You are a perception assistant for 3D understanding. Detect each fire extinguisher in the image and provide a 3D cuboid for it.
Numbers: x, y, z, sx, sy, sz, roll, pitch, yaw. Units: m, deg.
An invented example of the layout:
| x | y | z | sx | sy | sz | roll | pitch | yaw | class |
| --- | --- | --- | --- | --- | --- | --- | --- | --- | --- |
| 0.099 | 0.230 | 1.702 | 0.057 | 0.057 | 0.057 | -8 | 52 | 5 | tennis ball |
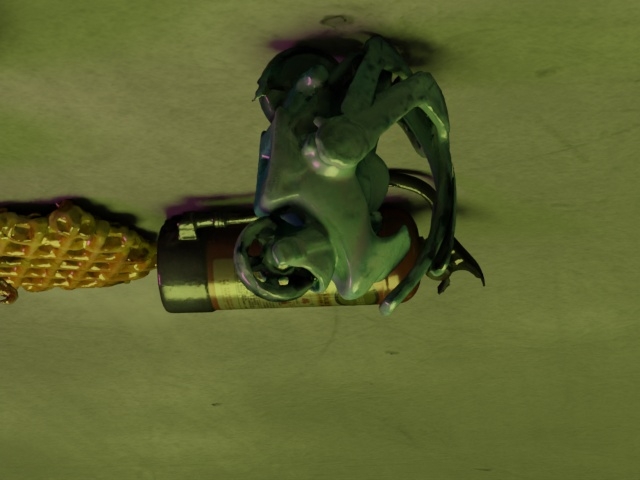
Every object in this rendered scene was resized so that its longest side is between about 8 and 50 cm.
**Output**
| x | y | z | sx | sy | sz | roll | pitch | yaw | class |
| --- | --- | --- | --- | --- | --- | --- | --- | --- | --- |
| 0.000 | 0.011 | 2.015 | 0.376 | 0.113 | 0.200 | -2 | 159 | 4 | fire extinguisher |

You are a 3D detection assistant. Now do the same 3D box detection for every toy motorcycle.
| x | y | z | sx | sy | sz | roll | pitch | yaw | class |
| --- | --- | --- | --- | --- | --- | --- | --- | --- | --- |
| 0.028 | -0.055 | 1.629 | 0.206 | 0.260 | 0.154 | 12 | 157 | -16 | toy motorcycle |

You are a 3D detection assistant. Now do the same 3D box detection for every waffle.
| x | y | z | sx | sy | sz | roll | pitch | yaw | class |
| --- | --- | --- | --- | --- | --- | --- | --- | --- | --- |
| -0.324 | 0.016 | 2.111 | 0.254 | 0.052 | 0.245 | -10 | 159 | 22 | waffle |

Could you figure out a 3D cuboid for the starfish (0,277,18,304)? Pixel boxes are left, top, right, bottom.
| x | y | z | sx | sy | sz | roll | pitch | yaw | class |
| --- | --- | --- | --- | --- | --- | --- | --- | --- | --- |
| -0.472 | 0.031 | 2.061 | 0.240 | 0.043 | 0.227 | 28 | 153 | -7 | starfish |
